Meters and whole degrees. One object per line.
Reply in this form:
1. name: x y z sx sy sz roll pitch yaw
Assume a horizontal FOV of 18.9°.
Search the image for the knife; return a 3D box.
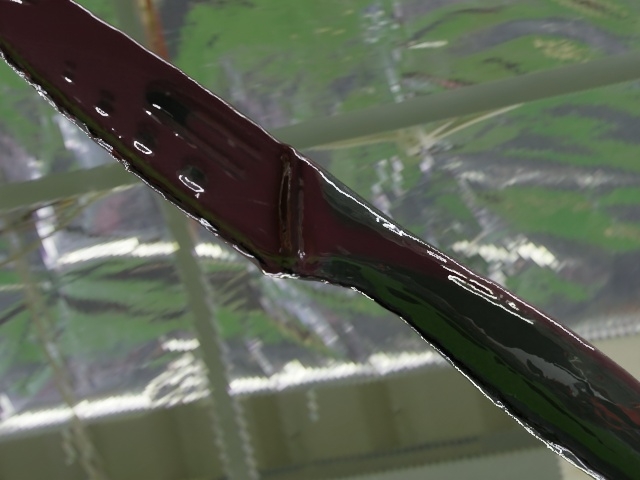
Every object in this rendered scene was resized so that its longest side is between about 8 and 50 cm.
1. knife: 0.000 0.000 0.437 0.247 0.035 0.018 34 -41 1
